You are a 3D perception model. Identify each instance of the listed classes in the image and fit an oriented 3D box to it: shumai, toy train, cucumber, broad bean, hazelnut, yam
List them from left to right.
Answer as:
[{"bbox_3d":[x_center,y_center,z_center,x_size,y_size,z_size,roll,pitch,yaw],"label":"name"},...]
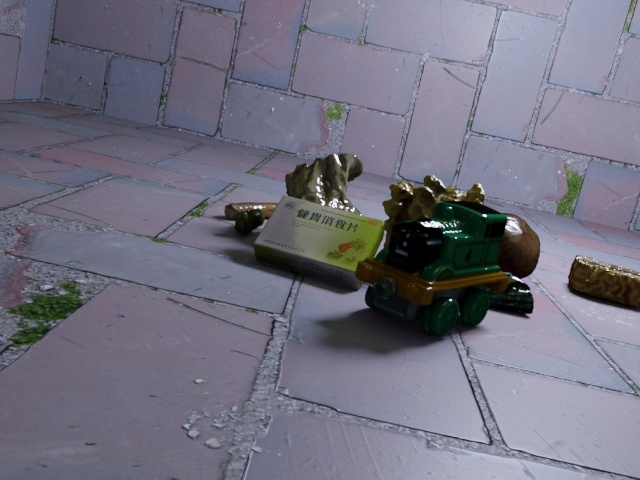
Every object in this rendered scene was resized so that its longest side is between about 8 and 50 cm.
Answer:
[{"bbox_3d":[-0.189,-0.053,1.872,0.048,0.070,0.213,31,5,5],"label":"broad bean"},{"bbox_3d":[-0.186,-0.086,2.047,0.057,0.056,0.241,21,14,35],"label":"yam"},{"bbox_3d":[0.016,-0.100,1.825,0.267,0.262,0.314,15,14,15],"label":"shumai"},{"bbox_3d":[0.247,0.044,1.428,0.178,0.249,0.429,22,16,37],"label":"toy train"},{"bbox_3d":[0.408,0.116,1.681,0.193,0.085,0.115,6,15,0],"label":"cucumber"},{"bbox_3d":[0.500,0.030,1.951,0.208,0.208,0.208,12,13,-3],"label":"hazelnut"}]

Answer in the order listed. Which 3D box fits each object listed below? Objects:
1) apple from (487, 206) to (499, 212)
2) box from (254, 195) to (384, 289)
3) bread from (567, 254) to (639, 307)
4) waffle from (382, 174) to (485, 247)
[{"bbox_3d":[0.551,-0.038,2.339,0.131,0.146,0.146,36,14,0],"label":"apple"},{"bbox_3d":[-0.001,0.001,1.617,0.261,0.062,0.175,15,48,15],"label":"box"},{"bbox_3d":[0.838,0.118,2.026,0.222,0.096,0.181,16,13,9],"label":"bread"},{"bbox_3d":[0.300,-0.035,1.807,0.324,0.261,0.151,4,7,-43],"label":"waffle"}]
